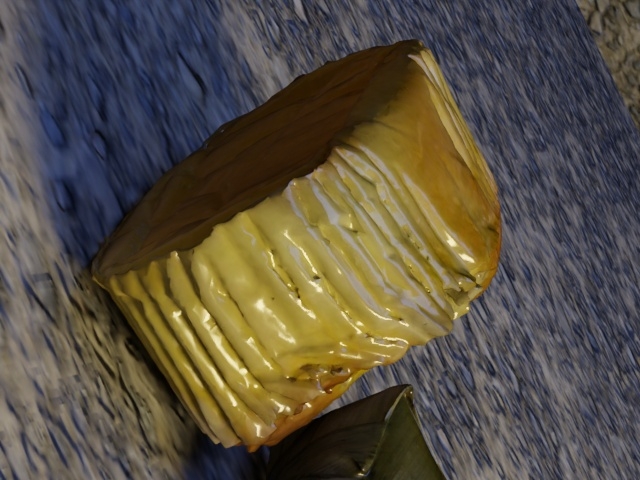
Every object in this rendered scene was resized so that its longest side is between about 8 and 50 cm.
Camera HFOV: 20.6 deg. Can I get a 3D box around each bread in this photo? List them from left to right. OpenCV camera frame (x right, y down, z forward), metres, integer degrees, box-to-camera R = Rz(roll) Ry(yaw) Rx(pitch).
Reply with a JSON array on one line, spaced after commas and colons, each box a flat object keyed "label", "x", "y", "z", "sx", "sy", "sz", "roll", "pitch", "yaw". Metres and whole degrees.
[{"label": "bread", "x": 0.000, "y": 0.000, "z": 0.901, "sx": 0.133, "sy": 0.179, "sz": 0.250, "roll": 62, "pitch": 20, "yaw": -16}]

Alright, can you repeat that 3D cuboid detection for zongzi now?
[{"label": "zongzi", "x": 0.034, "y": 0.204, "z": 0.858, "sx": 0.205, "sy": 0.094, "sz": 0.204, "roll": 59, "pitch": 25, "yaw": -12}]
